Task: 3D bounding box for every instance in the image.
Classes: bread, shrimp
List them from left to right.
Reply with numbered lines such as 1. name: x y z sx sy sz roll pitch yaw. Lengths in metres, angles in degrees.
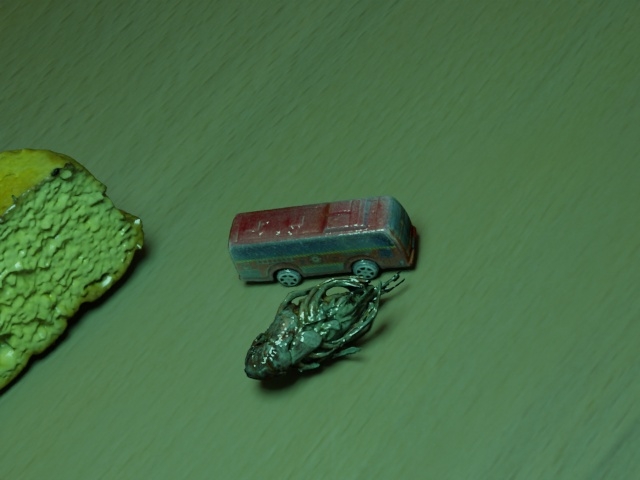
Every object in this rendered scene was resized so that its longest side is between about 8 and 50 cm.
1. bread: -0.377 0.031 1.438 0.340 0.194 0.179 -44 49 -15
2. shrimp: 0.006 0.080 1.327 0.190 0.075 0.073 -25 11 -16

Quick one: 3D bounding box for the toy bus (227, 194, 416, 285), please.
1. toy bus: 0.000 0.000 1.396 0.192 0.077 0.065 -7 50 18
